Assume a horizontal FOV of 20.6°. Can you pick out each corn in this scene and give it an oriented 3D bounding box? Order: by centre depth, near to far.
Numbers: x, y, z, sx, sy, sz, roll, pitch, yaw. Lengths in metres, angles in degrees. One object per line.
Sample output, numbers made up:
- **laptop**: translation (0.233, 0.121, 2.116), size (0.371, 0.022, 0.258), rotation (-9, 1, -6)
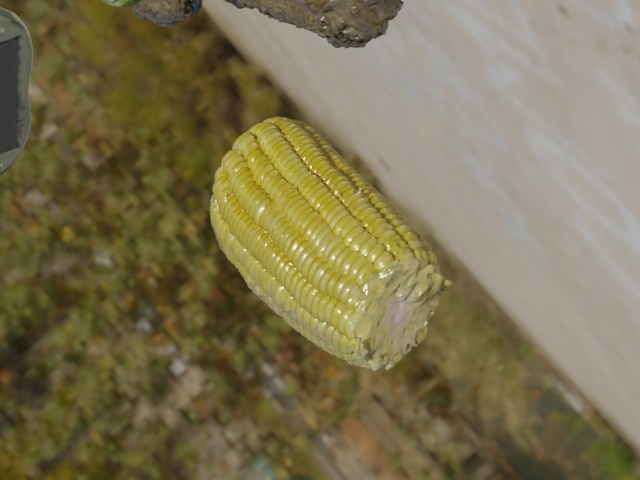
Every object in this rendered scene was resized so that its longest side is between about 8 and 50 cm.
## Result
- **corn**: translation (0.000, 0.000, 0.877), size (0.063, 0.085, 0.165), rotation (40, 180, -39)

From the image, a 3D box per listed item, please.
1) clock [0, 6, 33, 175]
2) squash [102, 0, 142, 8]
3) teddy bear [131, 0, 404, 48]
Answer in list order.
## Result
- **clock**: translation (-0.287, -0.116, 1.059), size (0.243, 0.146, 0.199), rotation (33, 136, 35)
- **squash**: translation (-0.060, -0.115, 0.645), size (0.027, 0.083, 0.027), rotation (19, 143, 15)
- **teddy bear**: translation (-0.045, -0.199, 1.077), size (0.251, 0.182, 0.129), rotation (28, 161, 5)
